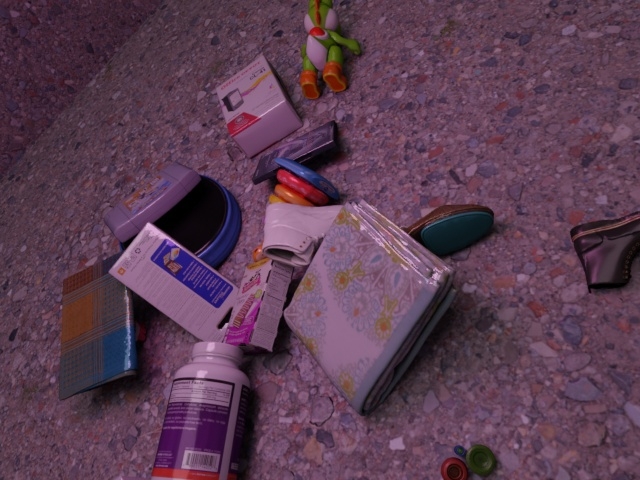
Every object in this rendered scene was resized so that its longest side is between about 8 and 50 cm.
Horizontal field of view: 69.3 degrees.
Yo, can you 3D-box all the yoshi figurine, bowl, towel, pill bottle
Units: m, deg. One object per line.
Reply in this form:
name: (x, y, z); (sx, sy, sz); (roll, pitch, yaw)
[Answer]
yoshi figurine: (0.019, -0.665, 1.603); (0.203, 0.204, 0.362); (146, 127, -63)
bowl: (-0.447, -0.049, 1.453); (0.391, 0.077, 0.391); (-6, 57, 9)
towel: (0.090, 0.134, 1.008); (0.320, 0.090, 0.374); (47, 116, 40)
towel: (-0.636, 0.237, 1.324); (0.271, 0.040, 0.370); (-22, 63, 17)
pill bottle: (-0.263, 0.408, 1.062); (0.181, 0.181, 0.323); (-10, 57, 25)

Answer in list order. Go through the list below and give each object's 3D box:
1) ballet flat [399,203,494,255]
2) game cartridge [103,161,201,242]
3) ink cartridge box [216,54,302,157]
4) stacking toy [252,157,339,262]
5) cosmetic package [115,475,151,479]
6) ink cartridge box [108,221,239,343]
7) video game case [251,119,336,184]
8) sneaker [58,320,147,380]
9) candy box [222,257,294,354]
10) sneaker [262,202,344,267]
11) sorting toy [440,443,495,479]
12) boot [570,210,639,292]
ballet flat: (0.231, -0.005, 1.096); (0.342, 0.116, 0.124); (-33, 34, 14)
game cartridge: (-0.507, -0.123, 1.394); (0.297, 0.062, 0.198); (-43, 32, -16)
ink cartridge box: (-0.220, -0.467, 1.610); (0.226, 0.131, 0.306); (-31, 52, 10)
stacking toy: (-0.101, -0.064, 1.297); (0.166, 0.175, 0.302); (34, 93, 42)
cosmetic package: (-0.399, 0.628, 1.002); (0.151, 0.183, 0.151); (-43, 50, -1)
ink cartridge box: (-0.379, 0.127, 1.287); (0.371, 0.069, 0.175); (36, 83, 2)
video game case: (-0.077, -0.274, 1.428); (0.274, 0.026, 0.196); (-24, 28, 16)
sneaker: (-0.673, 0.326, 1.392); (0.299, 0.112, 0.121); (-39, 50, 4)
candy box: (-0.160, 0.167, 1.185); (0.159, 0.071, 0.233); (-21, 47, 50)
sneaker: (0.000, 0.000, 1.157); (0.293, 0.108, 0.169); (3, 51, 1)
sorting toy: (0.267, 0.409, 0.855); (0.102, 0.042, 0.061); (-25, 67, 0)
boot: (0.601, 0.022, 0.884); (0.198, 0.077, 0.137); (-18, 58, 35)
